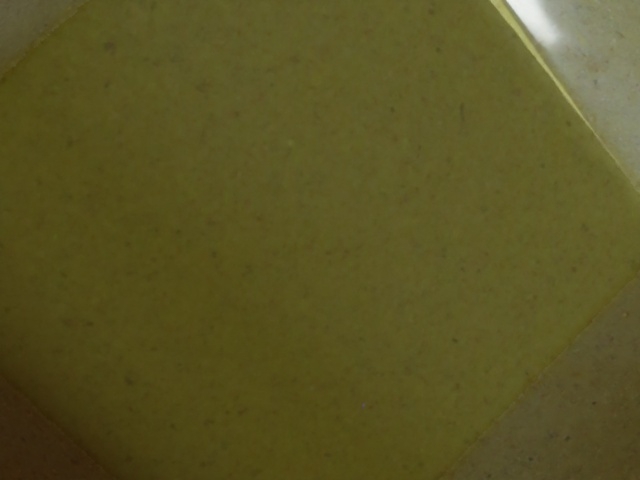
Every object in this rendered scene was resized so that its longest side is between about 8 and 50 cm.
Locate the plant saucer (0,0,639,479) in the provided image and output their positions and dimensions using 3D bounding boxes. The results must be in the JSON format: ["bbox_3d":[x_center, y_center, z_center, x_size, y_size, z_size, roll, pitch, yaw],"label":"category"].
[{"bbox_3d":[0.000,0.000,0.385,0.333,0.081,0.333,-45,107,-8],"label":"plant saucer"}]
